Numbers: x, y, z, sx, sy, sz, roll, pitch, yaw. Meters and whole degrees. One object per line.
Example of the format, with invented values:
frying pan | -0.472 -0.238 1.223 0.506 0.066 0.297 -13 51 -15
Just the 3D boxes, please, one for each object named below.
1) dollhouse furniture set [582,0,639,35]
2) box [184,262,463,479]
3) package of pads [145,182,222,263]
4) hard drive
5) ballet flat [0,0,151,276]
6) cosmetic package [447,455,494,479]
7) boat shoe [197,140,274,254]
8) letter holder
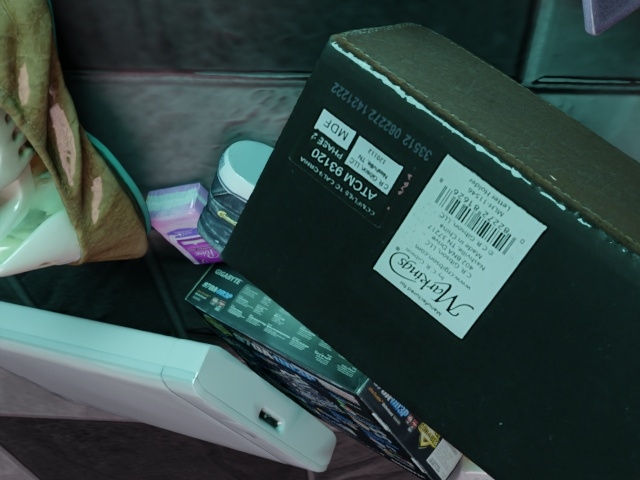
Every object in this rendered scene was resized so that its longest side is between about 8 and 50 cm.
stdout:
dollhouse furniture set | 0.125 -0.176 0.437 0.081 0.091 0.114 31 148 48
box | 0.004 0.114 0.782 0.220 0.051 0.175 21 157 43
package of pads | -0.100 -0.012 0.724 0.050 0.032 0.083 -6 149 23
hard drive | -0.187 0.133 0.868 0.353 0.047 0.233 7 155 33
ballet flat | -0.197 -0.052 0.563 0.116 0.124 0.342 25 154 14
cosmetic package | 0.315 0.214 0.946 0.385 0.156 0.217 4 150 -2
boat shoe | 0.000 0.000 0.667 0.183 0.065 0.083 29 133 -3
letter holder | 0.138 0.014 0.529 0.302 0.214 0.152 38 121 14
